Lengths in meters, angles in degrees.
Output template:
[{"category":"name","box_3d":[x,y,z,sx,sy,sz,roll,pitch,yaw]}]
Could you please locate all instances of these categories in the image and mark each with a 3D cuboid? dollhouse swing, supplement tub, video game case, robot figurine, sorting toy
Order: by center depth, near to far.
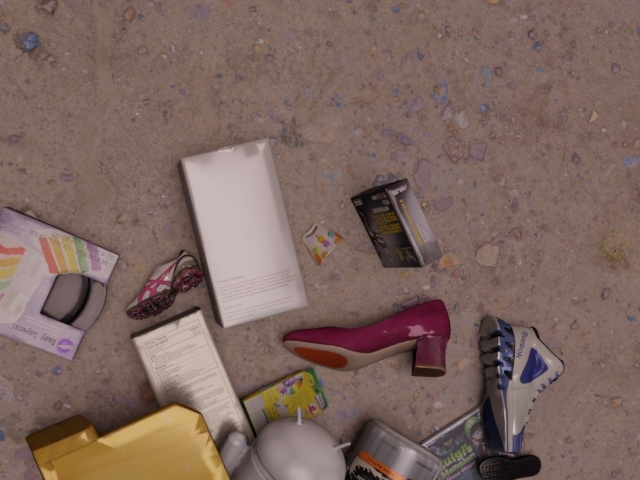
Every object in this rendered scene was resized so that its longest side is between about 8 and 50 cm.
[{"category":"dollhouse swing","box_3d":[-0.368,0.494,1.609,0.305,0.315,0.346,-25,95,-24]},{"category":"robot figurine","box_3d":[-0.081,0.503,1.637,0.300,0.200,0.353,30,108,-7]},{"category":"supplement tub","box_3d":[0.113,0.567,1.751,0.194,0.193,0.316,32,83,-11]},{"category":"sorting toy","box_3d":[0.000,0.000,1.814,0.075,0.045,0.083,40,81,10]},{"category":"video game case","box_3d":[0.350,0.503,1.893,0.190,0.022,0.173,-29,95,-11]}]

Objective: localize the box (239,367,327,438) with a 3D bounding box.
[{"category":"box","box_3d":[-0.078,0.359,1.776,0.179,0.043,0.105,-22,94,-21]}]

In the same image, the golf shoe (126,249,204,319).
[{"category":"golf shoe","box_3d":[-0.341,0.098,1.727,0.186,0.067,0.086,-35,58,-2]}]

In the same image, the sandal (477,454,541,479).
[{"category":"sandal","box_3d":[0.437,0.532,1.887,0.179,0.040,0.067,4,94,-28]}]

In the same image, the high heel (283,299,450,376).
[{"category":"high heel","box_3d":[0.107,0.200,1.821,0.377,0.127,0.181,10,58,-8]}]

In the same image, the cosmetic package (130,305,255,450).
[{"category":"cosmetic package","box_3d":[-0.270,0.312,1.708,0.160,0.113,0.309,-22,94,-13]}]

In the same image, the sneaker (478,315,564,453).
[{"category":"sneaker","box_3d":[0.475,0.333,1.859,0.182,0.127,0.315,3,79,-13]}]

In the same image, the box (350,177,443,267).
[{"category":"box","box_3d":[0.160,-0.032,1.749,0.056,0.231,0.183,-27,96,-15]}]

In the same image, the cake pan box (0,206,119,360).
[{"category":"cake pan box","box_3d":[-0.577,0.092,1.664,0.267,0.070,0.245,25,86,-12]}]

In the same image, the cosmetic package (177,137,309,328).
[{"category":"cosmetic package","box_3d":[-0.167,-0.015,1.713,0.197,0.155,0.365,-13,92,-13]}]
